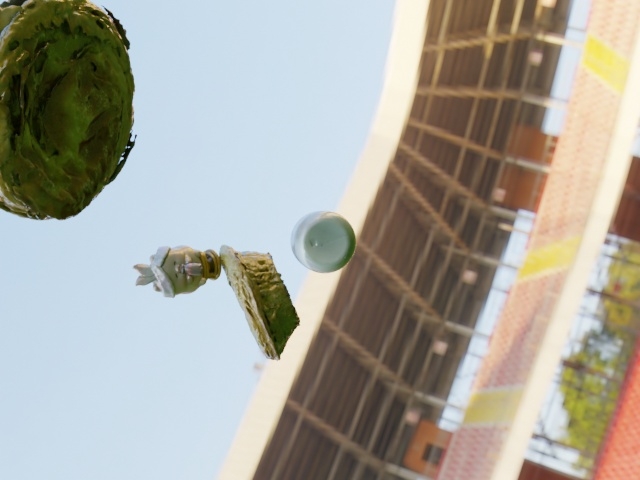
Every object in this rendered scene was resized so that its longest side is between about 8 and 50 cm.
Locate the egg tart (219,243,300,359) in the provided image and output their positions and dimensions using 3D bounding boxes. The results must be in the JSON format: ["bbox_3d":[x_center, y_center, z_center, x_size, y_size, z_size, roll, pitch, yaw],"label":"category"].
[{"bbox_3d":[-0.080,0.081,1.686,0.074,0.191,0.191,-23,-35,-4],"label":"egg tart"}]

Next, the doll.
[{"bbox_3d":[-0.197,0.042,1.689,0.127,0.084,0.073,-10,-85,-38],"label":"doll"}]

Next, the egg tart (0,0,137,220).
[{"bbox_3d":[-0.341,-0.169,1.472,0.297,0.132,0.297,-15,-71,-53],"label":"egg tart"}]

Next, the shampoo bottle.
[{"bbox_3d":[0.000,0.000,1.470,0.192,0.074,0.074,-155,82,-86],"label":"shampoo bottle"}]
